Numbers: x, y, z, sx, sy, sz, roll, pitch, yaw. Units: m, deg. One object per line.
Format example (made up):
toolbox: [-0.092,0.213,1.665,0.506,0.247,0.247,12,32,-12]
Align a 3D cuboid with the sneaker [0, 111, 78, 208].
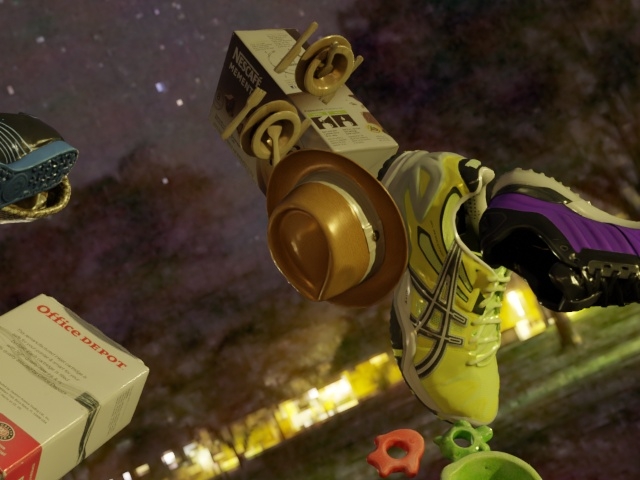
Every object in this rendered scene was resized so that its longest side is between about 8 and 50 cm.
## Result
sneaker: [-0.357,-0.085,1.119,0.081,0.090,0.232,-56,-11,22]

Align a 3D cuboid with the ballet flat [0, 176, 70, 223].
ballet flat: [-0.449,-0.134,1.254,0.182,0.164,0.483,4,-15,20]

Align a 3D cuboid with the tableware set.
tableware set: [-0.024,-0.175,1.346,0.194,0.039,0.128,-49,-33,12]

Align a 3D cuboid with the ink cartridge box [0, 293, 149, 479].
ink cartridge box: [-0.333,0.179,1.167,0.237,0.172,0.100,-36,-27,-54]

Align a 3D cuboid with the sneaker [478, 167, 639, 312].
sneaker: [0.304,0.036,1.153,0.146,0.293,0.102,-54,-20,-45]

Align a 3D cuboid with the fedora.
fedora: [0.000,0.000,1.138,0.194,0.194,0.079,-32,5,44]

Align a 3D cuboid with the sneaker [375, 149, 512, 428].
sneaker: [0.176,0.072,1.368,0.147,0.384,0.145,-1,21,43]

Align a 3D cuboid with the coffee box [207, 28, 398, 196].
coffee box: [-0.033,-0.160,1.545,0.119,0.297,0.168,-9,-43,-34]

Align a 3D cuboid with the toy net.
toy net: [0.028,0.177,0.706,0.232,0.122,0.045,-11,-45,-14]
